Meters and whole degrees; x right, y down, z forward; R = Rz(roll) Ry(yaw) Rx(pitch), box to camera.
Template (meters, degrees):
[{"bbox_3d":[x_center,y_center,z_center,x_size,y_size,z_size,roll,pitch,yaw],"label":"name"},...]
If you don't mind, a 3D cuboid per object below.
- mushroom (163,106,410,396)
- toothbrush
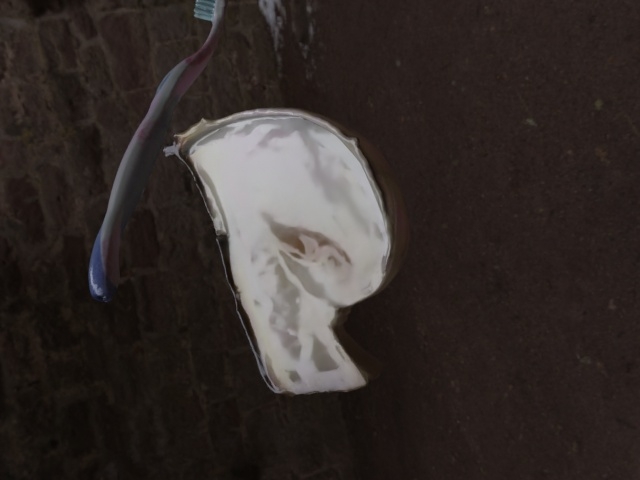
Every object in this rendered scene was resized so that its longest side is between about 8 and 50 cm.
[{"bbox_3d":[0.020,-0.009,0.457,0.162,0.173,0.236,-26,83,32],"label":"mushroom"},{"bbox_3d":[-0.091,-0.083,0.329,0.021,0.027,0.269,100,179,-56],"label":"toothbrush"}]
